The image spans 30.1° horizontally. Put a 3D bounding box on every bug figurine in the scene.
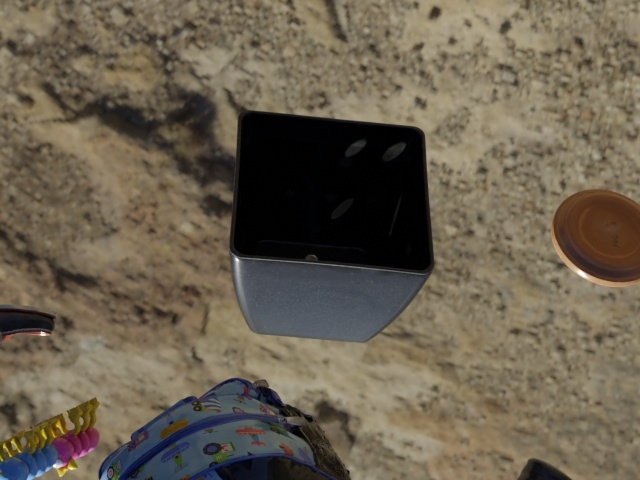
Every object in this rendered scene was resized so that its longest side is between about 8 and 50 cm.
[{"bbox_3d":[-0.383,0.280,1.463,0.279,0.216,0.072,-26,88,34],"label":"bug figurine"}]

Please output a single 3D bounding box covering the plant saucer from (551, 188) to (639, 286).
[{"bbox_3d":[0.213,-0.004,0.886,0.084,0.083,0.013,20,147,4],"label":"plant saucer"}]

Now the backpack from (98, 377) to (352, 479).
[{"bbox_3d":[-0.077,0.164,0.794,0.158,0.117,0.173,-36,148,8],"label":"backpack"}]

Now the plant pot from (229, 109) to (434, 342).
[{"bbox_3d":[0.000,0.000,1.189,0.188,0.188,0.167,5,141,-6],"label":"plant pot"}]

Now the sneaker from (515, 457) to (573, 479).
[{"bbox_3d":[0.205,0.339,1.097,0.109,0.130,0.286,17,134,59],"label":"sneaker"}]

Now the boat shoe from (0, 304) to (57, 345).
[{"bbox_3d":[-0.256,0.068,0.854,0.137,0.043,0.049,0,169,-32],"label":"boat shoe"}]
